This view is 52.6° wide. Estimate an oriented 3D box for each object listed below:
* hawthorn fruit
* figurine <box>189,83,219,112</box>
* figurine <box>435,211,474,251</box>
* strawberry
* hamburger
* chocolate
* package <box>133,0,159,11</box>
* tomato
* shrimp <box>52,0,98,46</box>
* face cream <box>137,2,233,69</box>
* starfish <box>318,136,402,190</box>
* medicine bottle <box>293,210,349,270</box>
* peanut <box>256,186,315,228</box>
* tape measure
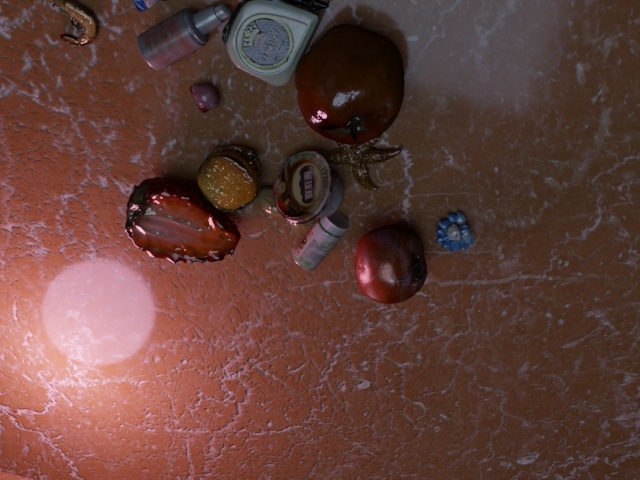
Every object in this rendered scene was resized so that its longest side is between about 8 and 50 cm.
[{"bbox_3d":[0.074,-0.357,1.547,0.268,0.300,0.267,-3,142,-2],"label":"hawthorn fruit"},{"bbox_3d":[-0.310,-0.388,1.735,0.083,0.071,0.067,45,76,-25],"label":"figurine"},{"bbox_3d":[0.370,-0.018,1.822,0.114,0.079,0.114,1,95,17],"label":"figurine"},{"bbox_3d":[-0.399,-0.062,1.907,0.336,0.149,0.265,19,125,-13],"label":"strawberry"},{"bbox_3d":[-0.250,-0.170,1.824,0.182,0.118,0.191,-6,115,18],"label":"hamburger"},{"bbox_3d":[-0.017,-0.129,1.784,0.221,0.221,0.147,-30,151,24],"label":"chocolate"},{"bbox_3d":[-0.424,-0.680,1.608,0.173,0.027,0.171,-16,120,19],"label":"package"},{"bbox_3d":[0.190,0.063,1.825,0.189,0.232,0.232,-6,120,33],"label":"tomato"},{"bbox_3d":[-0.672,-0.587,1.706,0.178,0.034,0.124,33,127,-15],"label":"shrimp"},{"bbox_3d":[-0.337,-0.529,1.637,0.252,0.101,0.101,-22,114,21],"label":"face cream"},{"bbox_3d":[0.106,-0.234,1.767,0.227,0.043,0.240,-19,118,21],"label":"starfish"},{"bbox_3d":[0.000,0.000,1.897,0.086,0.086,0.183,32,120,-9],"label":"medicine bottle"},{"bbox_3d":[-0.099,-0.091,1.863,0.187,0.082,0.082,27,121,-5],"label":"peanut"},{"bbox_3d":[-0.122,-0.526,1.598,0.207,0.115,0.235,25,118,-11],"label":"tape measure"}]
